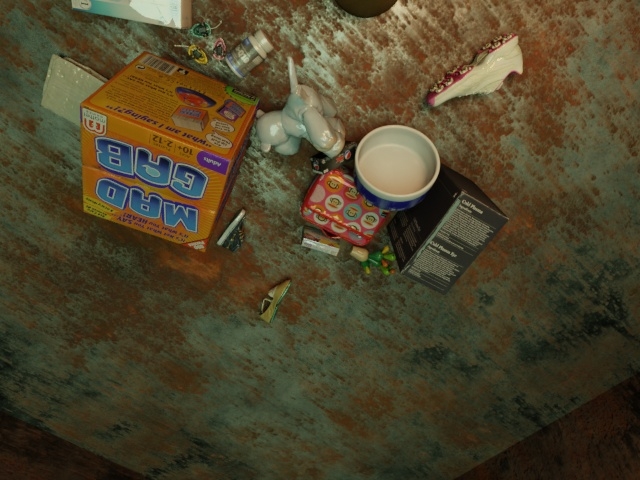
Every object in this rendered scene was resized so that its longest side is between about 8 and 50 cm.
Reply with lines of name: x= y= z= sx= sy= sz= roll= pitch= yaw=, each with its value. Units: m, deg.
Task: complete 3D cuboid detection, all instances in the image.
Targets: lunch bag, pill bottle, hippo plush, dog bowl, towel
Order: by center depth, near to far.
pill bottle: x=-0.213 y=-0.564 z=1.209 sx=0.137 sy=0.078 sz=0.078 roll=-34 pitch=113 yaw=16
hippo plush: x=-0.079 y=-0.337 z=1.231 sx=0.236 sy=0.234 sz=0.294 roll=-25 pitch=159 yaw=24
towel: x=-0.736 y=-0.440 z=1.277 sx=0.282 sy=0.049 sz=0.187 roll=31 pitch=115 yaw=-8
dog bowl: x=0.238 y=-0.232 z=1.287 sx=0.265 sy=0.265 sz=0.104 roll=0 pitch=158 yaw=-1
lunch bag: x=0.081 y=-0.117 z=1.435 sx=0.293 sy=0.120 sz=0.258 roll=26 pitch=119 yaw=-12

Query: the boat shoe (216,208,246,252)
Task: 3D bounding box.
boat shoe: x=-0.310 y=-0.035 z=1.503 sx=0.083 sy=0.065 sz=0.183 roll=32 pitch=119 yaw=-19

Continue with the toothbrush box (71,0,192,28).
toothbrush box: x=-0.511 y=-0.722 z=1.097 sx=0.295 sy=0.126 sz=0.216 roll=8 pitch=118 yaw=-6

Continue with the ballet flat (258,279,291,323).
ballet flat: x=-0.193 y=0.244 z=1.643 sx=0.073 sy=0.080 sz=0.232 roll=28 pitch=114 yaw=2

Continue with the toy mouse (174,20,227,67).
toy mouse: x=-0.335 y=-0.603 z=1.213 sx=0.161 sy=0.031 sz=0.143 roll=32 pitch=116 yaw=-18

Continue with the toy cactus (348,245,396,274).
toy cactus: x=0.196 y=0.061 z=1.497 sx=0.180 sy=0.219 sz=0.112 roll=25 pitch=78 yaw=-16

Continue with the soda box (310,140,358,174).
soda box: x=0.048 y=-0.276 z=1.324 sx=0.169 sy=0.060 sz=0.053 roll=-31 pitch=125 yaw=-30

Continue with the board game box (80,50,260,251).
board game box: x=-0.425 y=-0.254 z=1.171 sx=0.356 sy=0.356 sz=0.356 roll=20 pitch=132 yaw=-11

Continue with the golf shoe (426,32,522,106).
golf shoe: x=0.482 y=-0.493 z=1.238 sx=0.306 sy=0.115 sz=0.140 roll=-32 pitch=117 yaw=17

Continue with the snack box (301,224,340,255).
snack box: x=0.000 y=0.000 z=1.498 sx=0.141 sy=0.100 sz=0.037 roll=17 pitch=117 yaw=-10

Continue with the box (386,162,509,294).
box: x=0.397 y=-0.055 z=1.336 sx=0.179 sy=0.343 sz=0.312 roll=26 pitch=115 yaw=-12

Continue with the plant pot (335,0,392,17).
plant pot: x=0.134 y=-0.712 z=1.036 sx=0.237 sy=0.254 sz=0.237 roll=0 pitch=118 yaw=0
